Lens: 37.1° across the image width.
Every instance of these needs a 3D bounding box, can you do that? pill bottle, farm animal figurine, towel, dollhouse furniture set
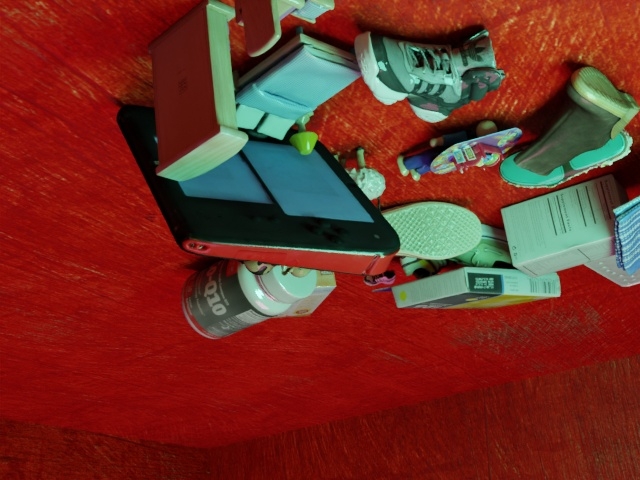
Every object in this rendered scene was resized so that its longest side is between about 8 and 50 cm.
[{"bbox_3d":[-0.156,0.101,2.065,0.283,0.161,0.161,-25,153,37],"label":"pill bottle"},{"bbox_3d":[-0.039,-0.019,1.777,0.326,0.172,0.330,-8,159,0],"label":"farm animal figurine"},{"bbox_3d":[0.680,-0.045,1.836,0.243,0.040,0.336,-30,155,7],"label":"towel"},{"bbox_3d":[-0.039,-0.190,1.297,0.303,0.198,0.286,12,152,-43],"label":"dollhouse furniture set"}]

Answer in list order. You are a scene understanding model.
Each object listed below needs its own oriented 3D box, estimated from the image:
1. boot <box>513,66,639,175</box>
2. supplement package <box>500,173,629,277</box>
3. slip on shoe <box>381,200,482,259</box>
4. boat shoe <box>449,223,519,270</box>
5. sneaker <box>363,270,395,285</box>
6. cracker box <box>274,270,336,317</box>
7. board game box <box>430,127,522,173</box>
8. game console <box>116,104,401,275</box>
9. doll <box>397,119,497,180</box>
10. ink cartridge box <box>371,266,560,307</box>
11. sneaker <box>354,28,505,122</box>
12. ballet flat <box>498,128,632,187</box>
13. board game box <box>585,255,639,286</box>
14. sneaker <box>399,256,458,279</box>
[{"bbox_3d":[0.408,-0.182,1.583,0.207,0.090,0.248,-38,155,27],"label":"boot"},{"bbox_3d":[0.528,-0.026,2.011,0.244,0.134,0.139,-18,158,25],"label":"supplement package"},{"bbox_3d":[0.168,-0.015,1.971,0.331,0.123,0.101,-6,-178,-4],"label":"slip on shoe"},{"bbox_3d":[0.363,0.024,2.142,0.302,0.094,0.109,5,156,-30],"label":"boat shoe"},{"bbox_3d":[0.145,0.088,2.330,0.083,0.032,0.037,-5,146,-21],"label":"sneaker"},{"bbox_3d":[-0.072,0.122,2.280,0.155,0.067,0.232,-1,159,-19],"label":"cracker box"},{"bbox_3d":[0.275,-0.140,1.654,0.168,0.033,0.133,-16,164,-11],"label":"board game box"},{"bbox_3d":[-0.092,-0.083,1.378,0.342,0.386,0.060,9,117,-31],"label":"game console"},{"bbox_3d":[0.228,-0.161,1.680,0.189,0.046,0.129,-22,156,34],"label":"doll"},{"bbox_3d":[0.330,0.120,2.181,0.303,0.072,0.307,3,165,-37],"label":"ink cartridge box"},{"bbox_3d":[0.164,-0.254,1.350,0.153,0.101,0.268,-20,162,28],"label":"sneaker"},{"bbox_3d":[0.450,-0.150,1.748,0.241,0.091,0.077,-12,-176,22],"label":"ballet flat"},{"bbox_3d":[0.865,0.005,2.333,0.390,0.050,0.390,-21,156,30],"label":"board game box"},{"bbox_3d":[0.255,0.059,2.208,0.185,0.084,0.069,8,154,-36],"label":"sneaker"}]
